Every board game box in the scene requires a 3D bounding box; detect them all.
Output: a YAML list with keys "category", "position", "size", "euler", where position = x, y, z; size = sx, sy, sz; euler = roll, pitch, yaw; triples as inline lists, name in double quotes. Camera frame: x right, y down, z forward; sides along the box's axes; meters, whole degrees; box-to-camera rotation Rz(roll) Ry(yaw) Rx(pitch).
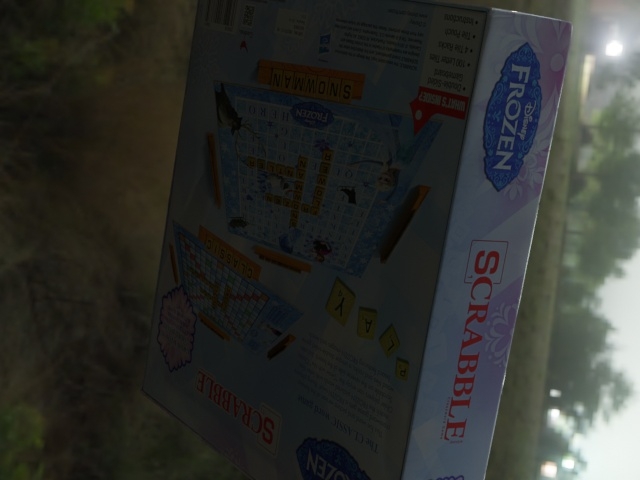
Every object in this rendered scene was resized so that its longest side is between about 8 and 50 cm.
- category: "board game box"
  position: [0.000, 0.000, 0.796]
  size: [0.066, 0.319, 0.318]
  euler: [3, 103, -34]
